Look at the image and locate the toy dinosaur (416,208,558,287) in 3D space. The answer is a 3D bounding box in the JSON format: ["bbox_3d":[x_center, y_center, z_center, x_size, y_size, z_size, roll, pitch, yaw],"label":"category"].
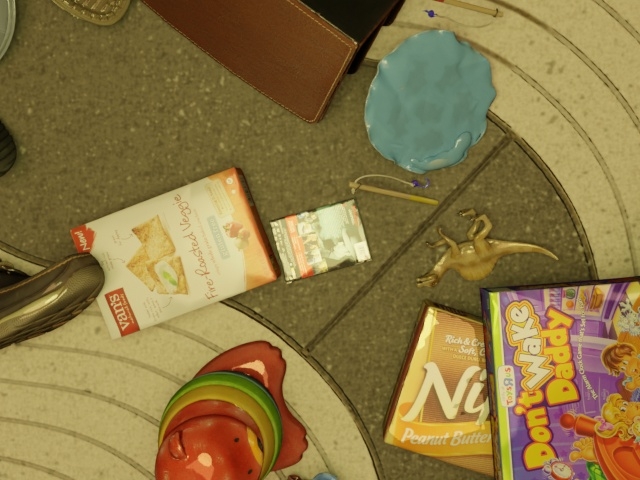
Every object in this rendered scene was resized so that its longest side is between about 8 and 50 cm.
[{"bbox_3d":[0.206,0.007,1.215,0.183,0.053,0.092,-16,108,11],"label":"toy dinosaur"}]

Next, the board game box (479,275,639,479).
[{"bbox_3d":[0.322,0.221,1.110,0.233,0.078,0.347,-5,91,1],"label":"board game box"}]

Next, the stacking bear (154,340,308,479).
[{"bbox_3d":[-0.119,0.240,1.118,0.164,0.289,0.175,-16,92,4],"label":"stacking bear"}]

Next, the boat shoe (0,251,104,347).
[{"bbox_3d":[-0.442,0.084,1.189,0.355,0.132,0.130,-25,84,15],"label":"boat shoe"}]

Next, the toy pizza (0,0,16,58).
[{"bbox_3d":[-0.488,-0.310,1.224,0.201,0.032,0.201,3,107,10],"label":"toy pizza"}]

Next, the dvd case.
[{"bbox_3d":[0.000,0.000,1.236,0.119,0.013,0.087,-16,92,5],"label":"dvd case"}]

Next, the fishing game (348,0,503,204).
[{"bbox_3d":[0.137,-0.176,1.177,0.189,0.041,0.264,5,109,-27],"label":"fishing game"}]

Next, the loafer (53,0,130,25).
[{"bbox_3d":[-0.356,-0.382,1.196,0.268,0.092,0.102,43,85,-17],"label":"loafer"}]

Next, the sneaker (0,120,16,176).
[{"bbox_3d":[-0.554,-0.152,1.217,0.331,0.122,0.146,31,119,0],"label":"sneaker"}]

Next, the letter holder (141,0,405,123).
[{"bbox_3d":[-0.065,-0.317,1.168,0.302,0.214,0.152,36,63,1],"label":"letter holder"}]

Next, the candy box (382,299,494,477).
[{"bbox_3d":[0.256,0.212,1.196,0.316,0.087,0.183,18,93,2],"label":"candy box"}]

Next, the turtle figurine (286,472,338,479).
[{"bbox_3d":[-0.041,0.458,1.175,0.266,0.198,0.274,-25,88,8],"label":"turtle figurine"}]

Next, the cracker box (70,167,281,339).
[{"bbox_3d":[-0.187,0.017,1.220,0.232,0.067,0.155,-21,92,5],"label":"cracker box"}]
